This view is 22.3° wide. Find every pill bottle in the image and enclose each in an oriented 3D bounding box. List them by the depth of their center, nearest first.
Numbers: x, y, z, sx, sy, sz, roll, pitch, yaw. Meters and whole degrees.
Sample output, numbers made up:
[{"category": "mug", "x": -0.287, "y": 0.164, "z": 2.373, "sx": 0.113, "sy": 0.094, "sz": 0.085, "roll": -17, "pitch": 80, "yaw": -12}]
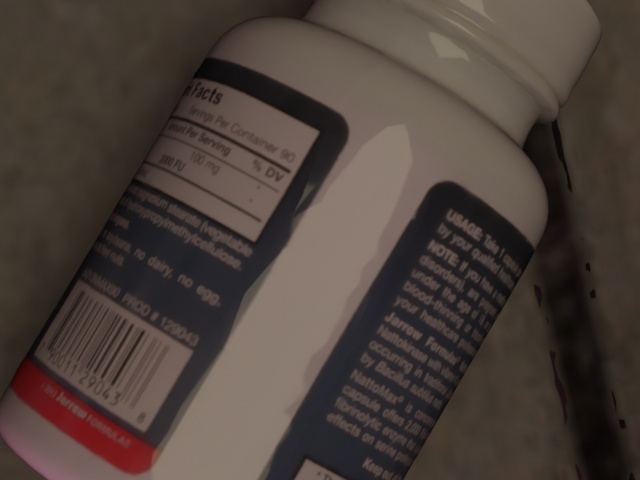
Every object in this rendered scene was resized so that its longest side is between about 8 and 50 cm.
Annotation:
[{"category": "pill bottle", "x": 0.000, "y": 0.000, "z": 0.451, "sx": 0.108, "sy": 0.108, "sz": 0.180, "roll": 32, "pitch": 86, "yaw": -11}]
